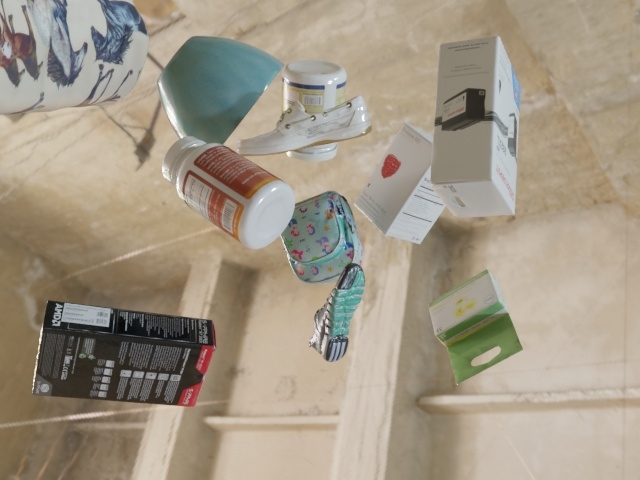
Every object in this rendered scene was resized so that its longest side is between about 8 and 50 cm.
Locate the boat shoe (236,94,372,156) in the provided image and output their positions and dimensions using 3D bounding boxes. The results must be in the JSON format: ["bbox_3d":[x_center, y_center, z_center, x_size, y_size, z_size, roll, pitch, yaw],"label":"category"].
[{"bbox_3d":[-0.040,-0.231,1.365,0.277,0.096,0.098,-13,-168,-1],"label":"boat shoe"}]

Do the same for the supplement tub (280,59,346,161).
[{"bbox_3d":[-0.028,-0.462,2.429,0.229,0.316,0.228,3,-151,-2],"label":"supplement tub"}]

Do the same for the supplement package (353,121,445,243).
[{"bbox_3d":[0.271,-0.166,2.016,0.177,0.175,0.292,48,-66,41],"label":"supplement package"}]

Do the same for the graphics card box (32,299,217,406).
[{"bbox_3d":[-0.445,0.265,1.548,0.094,0.371,0.232,-104,-150,-47],"label":"graphics card box"}]

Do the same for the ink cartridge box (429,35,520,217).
[{"bbox_3d":[0.325,-0.224,1.407,0.129,0.223,0.307,-1,-106,26],"label":"ink cartridge box"}]

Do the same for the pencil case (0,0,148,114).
[{"bbox_3d":[-0.349,-0.234,0.759,0.410,0.160,0.183,-46,153,-72],"label":"pencil case"}]

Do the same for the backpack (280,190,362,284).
[{"bbox_3d":[0.000,0.000,1.973,0.225,0.191,0.253,-19,-95,14],"label":"backpack"}]

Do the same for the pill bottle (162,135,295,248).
[{"bbox_3d":[-0.156,-0.087,1.123,0.216,0.121,0.121,34,-100,27],"label":"pill bottle"}]

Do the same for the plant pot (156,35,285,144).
[{"bbox_3d":[-0.244,-0.338,1.513,0.290,0.195,0.290,-49,-168,14],"label":"plant pot"}]

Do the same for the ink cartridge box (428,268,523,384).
[{"bbox_3d":[0.343,0.190,1.538,0.171,0.056,0.235,-34,-153,20],"label":"ink cartridge box"}]

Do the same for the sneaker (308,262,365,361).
[{"bbox_3d":[0.023,0.147,1.487,0.098,0.083,0.223,23,-80,46],"label":"sneaker"}]
